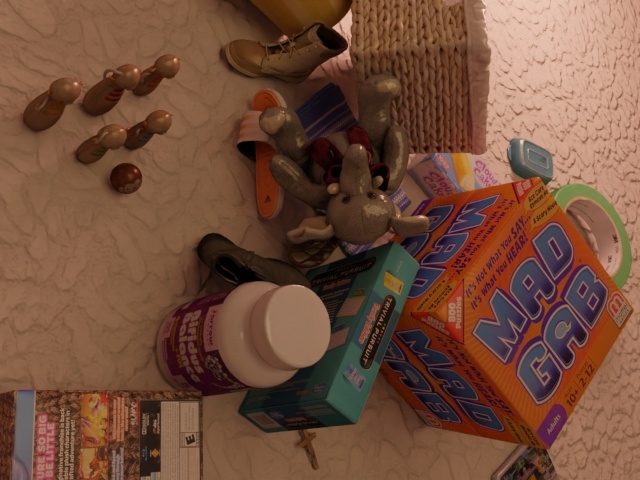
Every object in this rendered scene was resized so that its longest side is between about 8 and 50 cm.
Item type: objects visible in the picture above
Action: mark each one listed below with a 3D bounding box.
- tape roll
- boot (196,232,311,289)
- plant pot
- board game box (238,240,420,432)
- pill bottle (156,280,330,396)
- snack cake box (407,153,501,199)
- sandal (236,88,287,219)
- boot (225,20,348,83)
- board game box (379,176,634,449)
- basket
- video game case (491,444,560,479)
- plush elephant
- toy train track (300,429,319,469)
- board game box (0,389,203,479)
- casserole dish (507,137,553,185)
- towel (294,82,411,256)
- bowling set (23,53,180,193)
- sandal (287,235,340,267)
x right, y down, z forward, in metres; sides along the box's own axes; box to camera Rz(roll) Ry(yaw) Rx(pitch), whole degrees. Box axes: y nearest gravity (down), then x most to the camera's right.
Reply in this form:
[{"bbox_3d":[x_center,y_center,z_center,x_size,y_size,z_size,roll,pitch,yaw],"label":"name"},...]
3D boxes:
[{"bbox_3d":[0.724,0.002,2.154,0.321,0.077,0.321,12,66,-29],"label":"tape roll"},{"bbox_3d":[-0.104,0.076,1.391,0.247,0.161,0.083,27,95,-27],"label":"boot"},{"bbox_3d":[-0.059,-0.552,1.592,0.239,0.254,0.254,51,49,-37],"label":"plant pot"},{"bbox_3d":[0.018,0.176,1.408,0.079,0.254,0.336,43,54,-22],"label":"board game box"},{"bbox_3d":[-0.126,0.158,1.259,0.169,0.301,0.169,14,68,-37],"label":"pill bottle"},{"bbox_3d":[0.343,-0.134,1.892,0.264,0.089,0.152,48,52,-19],"label":"snack cake box"},{"bbox_3d":[-0.116,-0.174,1.506,0.076,0.102,0.265,7,74,-42],"label":"sandal"},{"bbox_3d":[-0.067,-0.387,1.568,0.213,0.165,0.077,4,73,-41],"label":"boot"},{"bbox_3d":[0.317,0.143,1.561,0.356,0.356,0.356,50,64,-17],"label":"board game box"},{"bbox_3d":[0.209,-0.391,1.621,0.331,0.267,0.328,75,14,-55],"label":"basket"},{"bbox_3d":[0.497,0.584,1.846,0.201,0.023,0.183,-29,96,-41],"label":"video game case"},{"bbox_3d":[0.053,-0.102,1.402,0.272,0.255,0.330,-12,114,-8],"label":"plush elephant"},{"bbox_3d":[-0.022,0.393,1.471,0.048,0.014,0.083,-24,99,-49],"label":"toy train track"},{"bbox_3d":[-0.330,0.340,1.137,0.291,0.141,0.232,10,71,-38],"label":"board game box"},{"bbox_3d":[0.592,-0.221,2.166,0.188,0.037,0.114,18,66,-37],"label":"casserole dish"},{"bbox_3d":[0.051,-0.152,1.683,0.243,0.040,0.336,-45,107,-39],"label":"towel"},{"bbox_3d":[-0.320,-0.192,1.302,0.287,0.154,0.199,-34,99,-41],"label":"bowling set"},{"bbox_3d":[0.000,0.000,1.583,0.072,0.049,0.180,47,54,-1],"label":"sandal"}]
